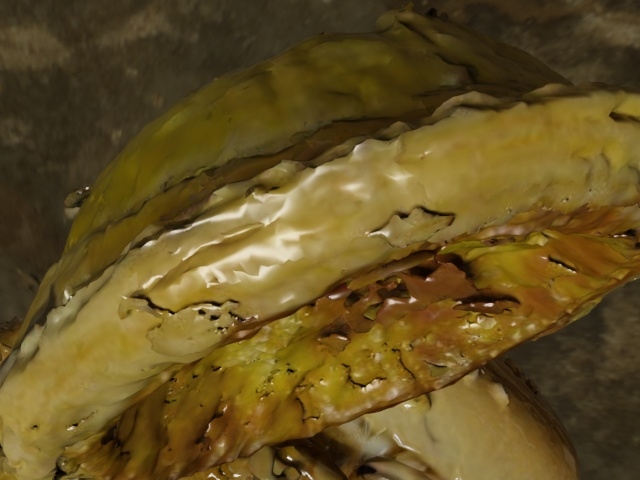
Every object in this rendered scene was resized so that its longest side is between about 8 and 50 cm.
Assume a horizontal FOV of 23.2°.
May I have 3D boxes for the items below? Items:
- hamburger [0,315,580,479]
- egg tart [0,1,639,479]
[{"bbox_3d":[-0.076,0.125,0.950,0.287,0.445,0.268,42,66,-40],"label":"hamburger"},{"bbox_3d":[0.000,0.000,0.586,0.290,0.290,0.115,-20,75,-10],"label":"egg tart"}]
